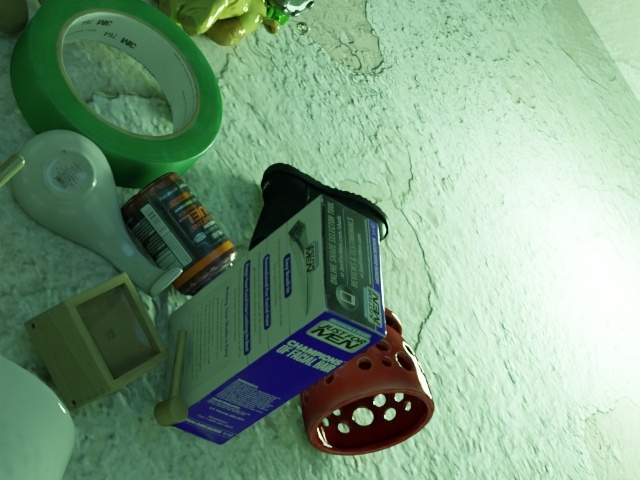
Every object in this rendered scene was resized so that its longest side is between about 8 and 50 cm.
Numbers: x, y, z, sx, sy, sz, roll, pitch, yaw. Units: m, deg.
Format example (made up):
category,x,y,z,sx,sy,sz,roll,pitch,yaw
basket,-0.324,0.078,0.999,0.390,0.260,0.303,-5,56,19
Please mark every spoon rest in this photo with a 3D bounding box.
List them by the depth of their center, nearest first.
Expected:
category,x,y,z,sx,sy,sz,roll,pitch,yaw
spoon rest,-0.309,-0.033,1.649,0.137,0.084,0.276,-42,91,-22

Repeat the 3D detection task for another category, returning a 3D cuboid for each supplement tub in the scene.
category,x,y,z,sx,sy,sz,roll,pitch,yaw
supplement tub,-0.192,0.005,1.726,0.198,0.106,0.106,52,37,-1

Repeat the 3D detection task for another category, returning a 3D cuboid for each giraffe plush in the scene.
category,x,y,z,sx,sy,sz,roll,pitch,yaw
giraffe plush,-0.166,-0.412,2.073,0.181,0.210,0.170,65,6,29

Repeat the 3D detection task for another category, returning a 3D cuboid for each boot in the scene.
category,x,y,z,sx,sy,sz,roll,pitch,yaw
boot,0.000,0.000,1.940,0.247,0.094,0.207,27,39,-20

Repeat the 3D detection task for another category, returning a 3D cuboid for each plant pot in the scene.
category,x,y,z,sx,sy,sz,roll,pitch,yaw
plant pot,0.058,0.200,1.767,0.191,0.191,0.174,20,41,-36

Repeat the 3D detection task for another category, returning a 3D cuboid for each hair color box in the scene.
category,x,y,z,sx,sy,sz,roll,pitch,yaw
hair color box,-0.067,0.111,1.575,0.110,0.339,0.185,26,44,-30

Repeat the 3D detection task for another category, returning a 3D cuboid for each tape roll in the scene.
category,x,y,z,sx,sy,sz,roll,pitch,yaw
tape roll,-0.303,-0.232,1.806,0.321,0.077,0.321,22,49,-27

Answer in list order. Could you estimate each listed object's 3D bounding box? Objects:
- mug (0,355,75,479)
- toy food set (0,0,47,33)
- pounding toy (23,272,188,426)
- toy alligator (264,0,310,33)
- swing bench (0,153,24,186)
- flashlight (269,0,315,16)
category,x,y,z,sx,sy,sz,roll,pitch,yaw
mug,-0.458,0.276,1.120,0.374,0.276,0.328,14,52,0
toy food set,-0.491,-0.360,1.774,0.132,0.039,0.192,54,31,-10
pounding toy,-0.256,0.157,1.551,0.206,0.094,0.181,63,32,-2
toy alligator,-0.095,-0.425,2.225,0.190,0.056,0.051,30,42,-27
swing bench,-0.537,-0.079,1.386,0.253,0.165,0.254,46,42,-9
flashlight,-0.122,-0.524,2.177,0.103,0.103,0.304,-33,66,-22
